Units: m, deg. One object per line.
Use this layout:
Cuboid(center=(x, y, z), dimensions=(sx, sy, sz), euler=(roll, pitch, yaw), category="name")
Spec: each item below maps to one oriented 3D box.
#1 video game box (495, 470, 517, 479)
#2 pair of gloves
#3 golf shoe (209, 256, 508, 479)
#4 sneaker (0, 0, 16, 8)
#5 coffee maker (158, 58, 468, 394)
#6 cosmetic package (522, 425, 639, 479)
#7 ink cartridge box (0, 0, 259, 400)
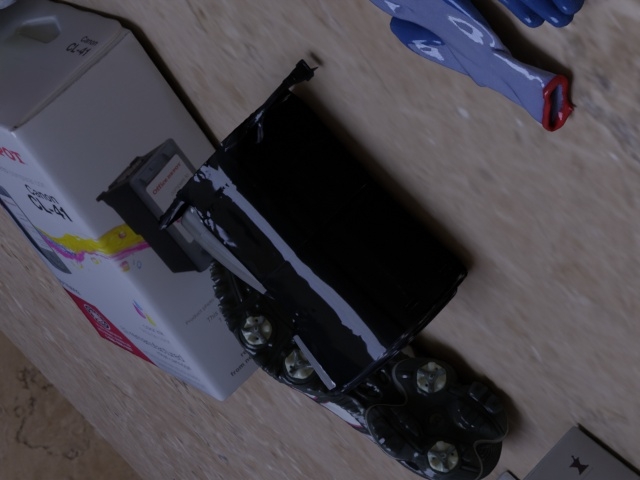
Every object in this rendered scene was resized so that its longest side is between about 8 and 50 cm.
Cuboid(center=(0.095, 0.292, 1.626), dimensions=(0.048, 0.187, 0.205), euler=(39, 163, 8), category="video game box")
Cuboid(center=(0.066, -0.136, 0.963), dimensions=(0.159, 0.023, 0.198), euler=(38, 163, 18), category="pair of gloves")
Cuboid(center=(0.022, 0.096, 1.491), dimensions=(0.273, 0.105, 0.120), euler=(42, 171, 13), category="golf shoe")
Cuboid(center=(-0.291, -0.227, 1.498), dimensions=(0.091, 0.126, 0.240), euler=(18, 146, -34), category="sneaker")
Cuboid(center=(0.000, 0.000, 1.276), dimensions=(0.178, 0.120, 0.171), euler=(45, 163, 1), category="coffee maker")
Cuboid(center=(0.155, 0.351, 1.277), dimensions=(0.284, 0.377, 0.097), euler=(37, 161, 26), category="cosmetic package")
Cuboid(center=(-0.168, -0.037, 1.581), dimensions=(0.226, 0.131, 0.306), euler=(22, 153, 54), category="ink cartridge box")
